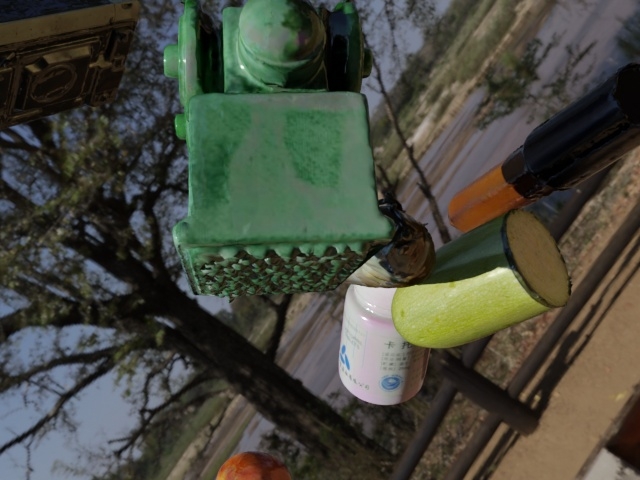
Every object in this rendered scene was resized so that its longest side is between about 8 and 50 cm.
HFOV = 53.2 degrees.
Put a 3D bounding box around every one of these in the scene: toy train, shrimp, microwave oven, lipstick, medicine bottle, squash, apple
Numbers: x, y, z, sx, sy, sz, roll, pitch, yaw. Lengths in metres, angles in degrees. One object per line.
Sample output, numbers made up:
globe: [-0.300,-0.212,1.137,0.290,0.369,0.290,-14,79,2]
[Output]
toy train: [-0.041,-0.064,0.492,0.266,0.145,0.201,123,144,-75]
shrimp: [0.030,0.011,0.761,0.287,0.185,0.068,3,71,45]
microwave oven: [-0.640,-0.434,1.411,0.394,0.247,0.333,-34,-12,-44]
lipstick: [0.245,-0.080,0.745,0.077,0.077,0.418,-55,2,-17]
medicine bottle: [0.111,0.130,1.032,0.152,0.152,0.254,-55,-25,-51]
squash: [0.182,0.068,0.825,0.247,0.132,0.132,-35,14,42]
apple: [-0.131,0.505,1.278,0.163,0.139,0.163,9,100,62]
